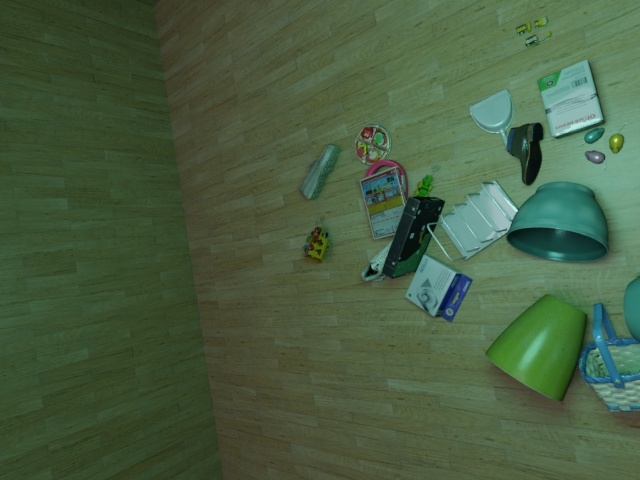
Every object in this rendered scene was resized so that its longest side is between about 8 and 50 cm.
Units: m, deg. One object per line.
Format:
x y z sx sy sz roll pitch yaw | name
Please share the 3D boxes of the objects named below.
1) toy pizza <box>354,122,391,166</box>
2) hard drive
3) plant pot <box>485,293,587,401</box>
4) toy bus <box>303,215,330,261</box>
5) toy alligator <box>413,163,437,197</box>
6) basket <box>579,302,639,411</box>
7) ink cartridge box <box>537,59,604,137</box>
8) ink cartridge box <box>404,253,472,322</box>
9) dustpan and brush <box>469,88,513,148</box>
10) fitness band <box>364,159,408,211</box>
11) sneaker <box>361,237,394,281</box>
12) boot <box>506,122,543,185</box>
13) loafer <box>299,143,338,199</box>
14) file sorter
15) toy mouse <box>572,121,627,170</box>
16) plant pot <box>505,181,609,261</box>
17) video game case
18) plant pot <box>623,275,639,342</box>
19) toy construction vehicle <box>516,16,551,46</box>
0.235 -0.444 1.930 0.201 0.032 0.201 4 97 39 | toy pizza
0.383 -0.016 1.716 0.064 0.237 0.338 29 113 35 | hard drive
0.770 0.343 1.434 0.275 0.275 0.293 32 98 34 | plant pot
-0.006 0.012 2.127 0.105 0.191 0.202 25 118 -11 | toy bus
0.443 -0.240 1.767 0.051 0.056 0.189 -104 33 -64 | toy alligator
0.916 0.365 1.295 0.201 0.255 0.288 -18 94 38 | basket
0.837 -0.463 1.389 0.153 0.087 0.208 -14 84 40 | ink cartridge box
0.495 0.204 1.766 0.224 0.045 0.223 32 113 33 | ink cartridge box
0.669 -0.438 1.561 0.147 0.060 0.211 -24 72 26 | dustpan and brush
0.295 -0.220 1.887 0.209 0.054 0.290 8 101 41 | fitness band
0.295 0.088 1.878 0.110 0.118 0.292 52 122 26 | sneaker
0.737 -0.314 1.513 0.106 0.082 0.219 24 115 59 | boot
-0.017 -0.355 2.099 0.111 0.112 0.319 42 120 20 | loafer
0.584 -0.071 1.584 0.278 0.173 0.192 -43 68 34 | file sorter
0.913 -0.314 1.376 0.143 0.031 0.160 12 102 39 | toy mouse
0.789 -0.071 1.370 0.293 0.293 0.196 8 72 39 | plant pot
0.289 -0.162 1.849 0.204 0.025 0.285 -16 87 43 | video game case
1.030 0.203 1.178 0.235 0.293 0.292 -13 86 55 | plant pot
0.755 -0.734 1.472 0.098 0.035 0.085 -17 72 37 | toy construction vehicle
